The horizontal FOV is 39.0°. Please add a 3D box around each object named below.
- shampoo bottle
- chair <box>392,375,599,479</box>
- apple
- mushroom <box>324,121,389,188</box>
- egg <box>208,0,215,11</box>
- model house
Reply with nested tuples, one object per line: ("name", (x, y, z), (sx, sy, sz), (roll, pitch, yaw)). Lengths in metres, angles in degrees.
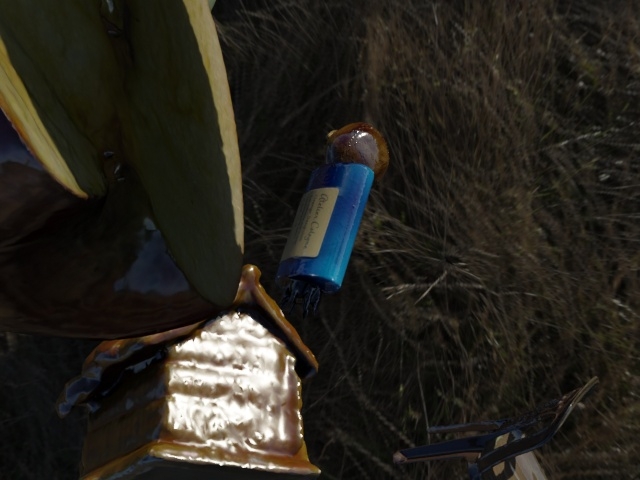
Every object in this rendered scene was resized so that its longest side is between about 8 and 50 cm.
("shampoo bottle", (0.000, 0.000, 1.005), (0.087, 0.050, 0.182), (-3, 59, 40))
("chair", (0.291, 0.339, 1.341), (0.326, 0.176, 0.183), (-27, 88, 41))
("apple", (-0.159, -0.129, 0.532), (0.295, 0.329, 0.364), (-3, 73, -26))
("mushroom", (0.061, -0.140, 1.535), (0.127, 0.087, 0.127), (6, 79, -34))
("egg", (-0.192, -0.315, 0.952), (0.183, 0.183, 0.217), (1, 89, 8))
("model house", (-0.134, 0.156, 0.930), (0.199, 0.220, 0.229), (-33, 45, 42))
